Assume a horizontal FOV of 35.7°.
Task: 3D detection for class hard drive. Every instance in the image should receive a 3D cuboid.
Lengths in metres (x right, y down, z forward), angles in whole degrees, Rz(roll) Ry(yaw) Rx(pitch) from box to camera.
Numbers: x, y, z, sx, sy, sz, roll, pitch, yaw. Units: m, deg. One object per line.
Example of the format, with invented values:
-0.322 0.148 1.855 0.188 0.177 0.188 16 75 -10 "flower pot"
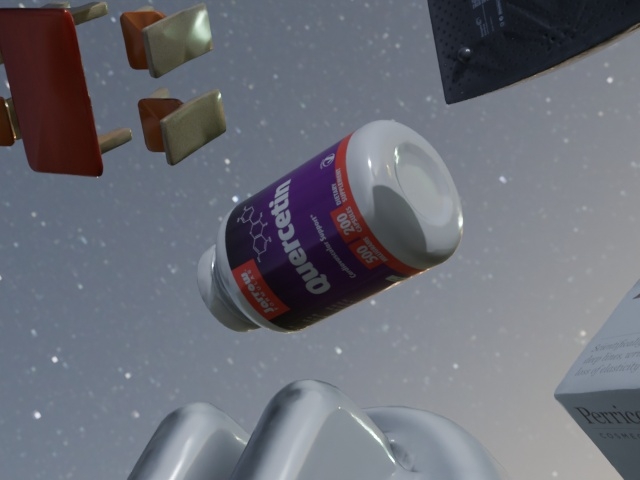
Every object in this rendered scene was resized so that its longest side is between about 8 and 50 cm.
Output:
0.195 -0.226 0.829 0.054 0.172 0.254 0 -14 -39 "hard drive"

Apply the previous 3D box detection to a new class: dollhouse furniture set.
-0.241 -0.176 0.844 0.135 0.262 0.259 -48 -44 -55 "dollhouse furniture set"

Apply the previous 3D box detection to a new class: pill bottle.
0.000 0.000 1.199 0.323 0.181 0.181 -29 -16 35 "pill bottle"

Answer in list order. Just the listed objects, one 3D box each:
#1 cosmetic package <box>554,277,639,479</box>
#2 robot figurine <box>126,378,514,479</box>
0.212 0.114 0.388 0.085 0.231 0.117 -45 7 -23 "cosmetic package"
0.052 0.217 0.450 0.300 0.353 0.200 -15 35 44 "robot figurine"
